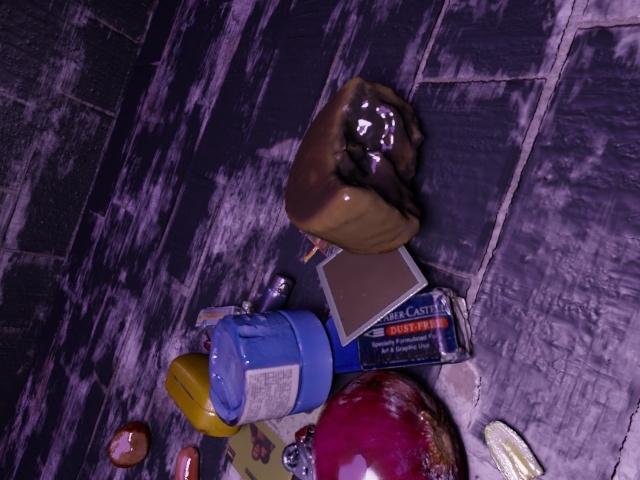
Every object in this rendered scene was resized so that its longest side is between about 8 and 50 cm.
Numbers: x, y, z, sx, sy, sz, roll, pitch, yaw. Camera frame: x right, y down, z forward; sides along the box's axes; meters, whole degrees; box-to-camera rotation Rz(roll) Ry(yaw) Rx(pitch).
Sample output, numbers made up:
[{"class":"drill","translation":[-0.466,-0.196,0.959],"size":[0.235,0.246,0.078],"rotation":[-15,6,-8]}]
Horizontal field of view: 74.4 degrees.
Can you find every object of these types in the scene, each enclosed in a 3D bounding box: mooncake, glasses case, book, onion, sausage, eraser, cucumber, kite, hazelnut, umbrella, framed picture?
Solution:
[{"class":"mooncake","translation":[0.100,-0.172,0.990],"size":[0.394,0.246,0.393],"rotation":[-60,33,4]},{"class":"glasses case","translation":[-0.319,0.428,1.231],"size":[0.371,0.173,0.141],"rotation":[9,79,55]},{"class":"book","translation":[-0.127,0.505,1.146],"size":[0.239,0.035,0.352],"rotation":[27,95,41]},{"class":"onion","translation":[0.106,0.430,0.810],"size":[0.281,0.260,0.337],"rotation":[-30,65,37]},{"class":"sausage","translation":[-0.413,0.740,1.300],"size":[0.077,0.077,0.194],"rotation":[-15,67,37]},{"class":"eraser","translation":[0.159,0.207,0.941],"size":[0.332,0.101,0.155],"rotation":[-19,64,35]},{"class":"cucumber","translation":[0.345,0.385,0.770],"size":[0.067,0.035,0.108],"rotation":[-32,55,8]},{"class":"kite","translation":[0.000,0.000,1.205],"size":[0.190,0.010,0.159],"rotation":[42,106,41]},{"class":"hazelnut","translation":[-0.675,0.726,1.503],"size":[0.143,0.143,0.154],"rotation":[-6,65,40]},{"class":"umbrella","translation":[-0.236,0.256,1.300],"size":[0.062,0.067,0.144],"rotation":[-165,86,-72]},{"class":"framed picture","translation":[0.107,0.082,0.999],"size":[0.232,0.019,0.296],"rotation":[-39,33,14]}]

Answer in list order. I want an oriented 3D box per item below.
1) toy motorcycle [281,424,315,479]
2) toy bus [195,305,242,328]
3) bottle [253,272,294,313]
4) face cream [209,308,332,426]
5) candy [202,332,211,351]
[{"class":"toy motorcycle","translation":[0.005,0.523,1.000],"size":[0.213,0.082,0.123],"rotation":[15,91,30]},{"class":"toy bus","translation":[-0.330,0.256,1.381],"size":[0.190,0.064,0.075],"rotation":[-11,64,39]},{"class":"bottle","translation":[-0.154,0.210,1.232],"size":[0.245,0.072,0.082],"rotation":[-63,18,6]},{"class":"face cream","translation":[-0.127,0.291,0.997],"size":[0.249,0.225,0.249],"rotation":[-4,85,56]},{"class":"candy","translation":[-0.343,0.348,1.377],"size":[0.174,0.043,0.045],"rotation":[11,94,42]}]
